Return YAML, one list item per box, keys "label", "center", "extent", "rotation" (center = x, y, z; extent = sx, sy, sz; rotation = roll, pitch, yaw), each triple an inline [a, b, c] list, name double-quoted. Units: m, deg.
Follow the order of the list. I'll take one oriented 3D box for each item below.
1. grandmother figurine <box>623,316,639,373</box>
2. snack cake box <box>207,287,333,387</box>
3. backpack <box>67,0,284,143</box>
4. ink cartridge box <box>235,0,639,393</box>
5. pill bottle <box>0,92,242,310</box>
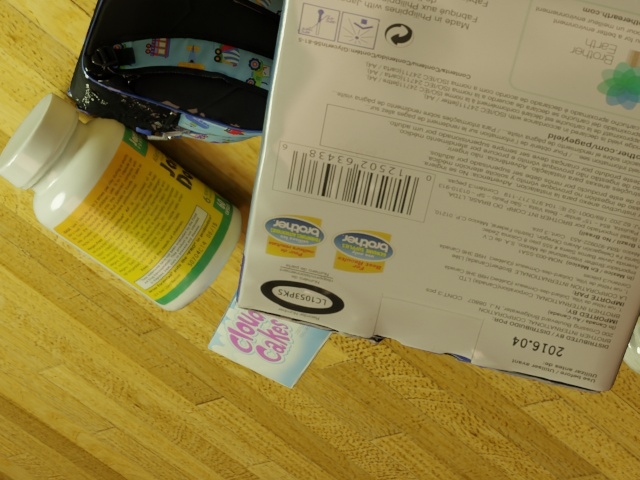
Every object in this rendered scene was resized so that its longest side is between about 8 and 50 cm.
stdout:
- label: "grandmother figurine"
  center: [0.285, -0.026, 1.119]
  extent: [0.104, 0.208, 0.342]
  rotation: [51, 145, 28]
- label: "snack cake box"
  center: [0.000, 0.000, 1.405]
  extent: [0.089, 0.152, 0.264]
  rotation: [26, 149, -3]
- label: "backpack"
  center: [-0.085, -0.145, 1.250]
  extent: [0.173, 0.158, 0.117]
  rotation: [18, 160, -10]
- label: "ink cartridge box"
  center: [0.097, -0.063, 1.101]
  extent: [0.270, 0.151, 0.395]
  rotation: [13, 130, 3]
- label: "pill bottle"
  center: [-0.183, -0.038, 1.514]
  extent: [0.208, 0.117, 0.117]
  rotation: [37, 148, -19]
